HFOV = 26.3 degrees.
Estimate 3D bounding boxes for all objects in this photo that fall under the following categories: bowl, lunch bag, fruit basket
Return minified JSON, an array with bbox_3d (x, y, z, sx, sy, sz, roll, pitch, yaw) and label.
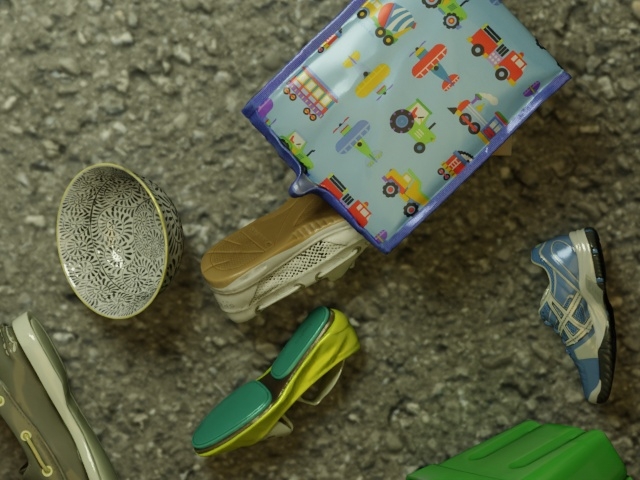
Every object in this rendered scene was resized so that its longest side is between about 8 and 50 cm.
[{"bbox_3d":[-0.202,-0.004,1.498,0.080,0.170,0.170,-12,103,-51],"label":"bowl"},{"bbox_3d":[0.078,-0.146,1.467,0.293,0.138,0.221,-44,92,-9],"label":"lunch bag"},{"bbox_3d":[0.215,0.429,1.553,0.392,0.283,0.392,1,87,-22],"label":"fruit basket"}]

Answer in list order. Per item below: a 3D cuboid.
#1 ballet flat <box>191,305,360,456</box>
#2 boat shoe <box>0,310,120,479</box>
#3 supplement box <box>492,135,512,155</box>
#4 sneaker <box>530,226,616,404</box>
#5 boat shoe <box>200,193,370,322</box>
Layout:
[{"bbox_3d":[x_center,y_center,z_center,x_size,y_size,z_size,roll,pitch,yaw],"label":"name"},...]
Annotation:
[{"bbox_3d":[-0.043,0.177,1.566,0.231,0.077,0.077,-46,117,-2],"label":"ballet flat"},{"bbox_3d":[-0.295,0.232,1.521,0.091,0.109,0.305,-25,94,-3],"label":"boat shoe"},{"bbox_3d":[0.169,-0.129,1.568,0.098,0.036,0.062,0,98,-8],"label":"supplement box"},{"bbox_3d":[0.301,0.090,1.606,0.081,0.080,0.211,-9,99,15],"label":"sneaker"},{"bbox_3d":[0.000,0.000,1.543,0.277,0.098,0.096,-28,127,-11],"label":"boat shoe"}]
